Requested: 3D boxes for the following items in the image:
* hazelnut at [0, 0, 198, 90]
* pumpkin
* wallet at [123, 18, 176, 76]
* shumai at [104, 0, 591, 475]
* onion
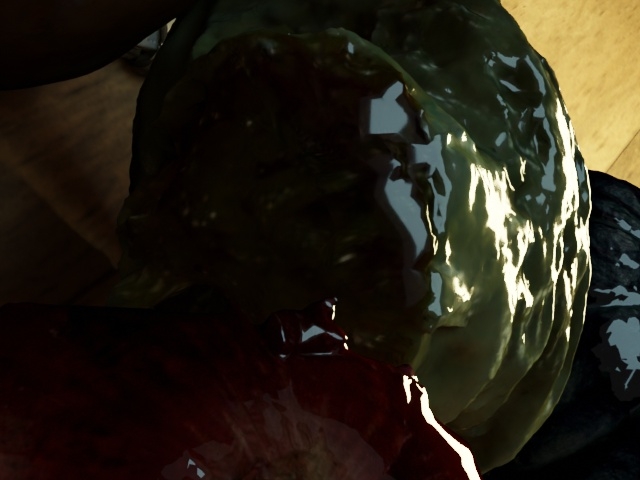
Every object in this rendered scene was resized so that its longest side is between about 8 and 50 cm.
[{"bbox_3d":[-0.185,-0.285,1.297,0.359,0.359,0.409,56,23,-12],"label":"hazelnut"},{"bbox_3d":[0.227,0.124,1.707,0.363,0.266,0.363,39,39,-41],"label":"pumpkin"},{"bbox_3d":[-0.130,-0.208,1.593,0.231,0.069,0.170,10,75,-54],"label":"wallet"},{"bbox_3d":[0.000,0.000,1.259,0.323,0.324,0.397,-32,122,-76],"label":"shumai"},{"bbox_3d":[-0.086,0.194,1.041,0.341,0.341,0.341,42,33,-36],"label":"onion"}]
